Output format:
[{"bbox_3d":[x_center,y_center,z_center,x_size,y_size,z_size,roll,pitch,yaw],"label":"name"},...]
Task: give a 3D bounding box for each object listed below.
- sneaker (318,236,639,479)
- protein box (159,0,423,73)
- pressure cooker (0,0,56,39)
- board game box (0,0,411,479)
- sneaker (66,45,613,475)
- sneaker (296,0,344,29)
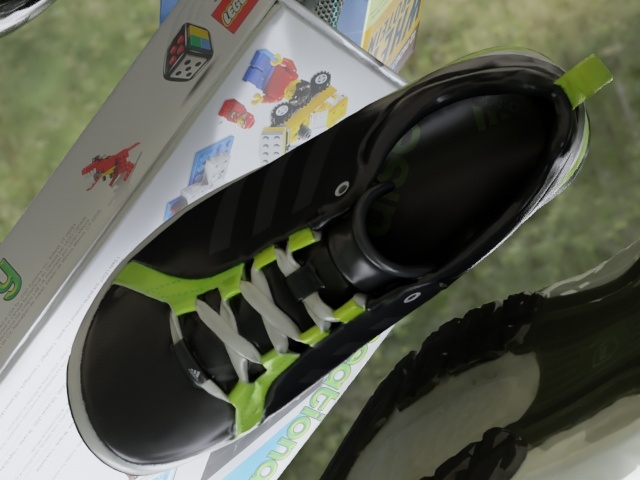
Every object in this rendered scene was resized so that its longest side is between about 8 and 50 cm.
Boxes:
[{"bbox_3d":[0.177,0.074,0.645,0.410,0.182,0.158,-30,-153,39],"label":"sneaker"},{"bbox_3d":[-0.021,-0.229,1.614,0.136,0.200,0.201,-55,165,-33],"label":"protein box"},{"bbox_3d":[-0.278,-0.261,0.812,0.370,0.420,0.375,-22,167,-12],"label":"pressure cooker"},{"bbox_3d":[-0.064,0.042,0.837,0.305,0.193,0.053,-53,-131,6],"label":"board game box"},{"bbox_3d":[0.000,0.000,0.674,0.234,0.084,0.097,-38,-179,2],"label":"sneaker"},{"bbox_3d":[-0.014,-0.082,0.996,0.076,0.166,0.065,-27,-126,-29],"label":"sneaker"}]
